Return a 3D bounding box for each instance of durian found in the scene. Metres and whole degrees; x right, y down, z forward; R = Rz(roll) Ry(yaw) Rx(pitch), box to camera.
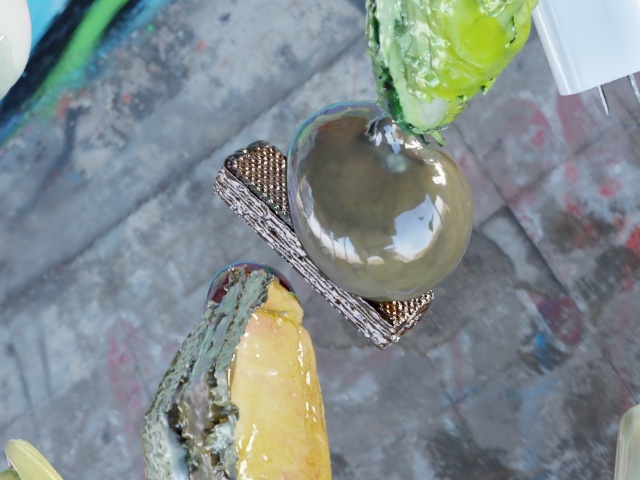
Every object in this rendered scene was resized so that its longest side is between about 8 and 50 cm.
[{"bbox_3d":[0.089,-0.165,0.771,0.106,0.375,0.132,17,56,20],"label":"durian"}]

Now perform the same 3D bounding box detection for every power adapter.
[{"bbox_3d":[0.464,-0.334,1.914,0.187,0.255,0.124,-18,15,15],"label":"power adapter"}]

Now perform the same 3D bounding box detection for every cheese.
[{"bbox_3d":[0.318,0.191,1.094,0.070,0.163,0.249,5,95,14],"label":"cheese"}]

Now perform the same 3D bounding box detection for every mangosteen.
[{"bbox_3d":[-0.108,0.123,2.010,0.199,0.200,0.200,-14,60,25],"label":"mangosteen"}]

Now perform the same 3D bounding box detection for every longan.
[{"bbox_3d":[0.082,-0.063,1.594,0.300,0.300,0.243,17,41,36],"label":"longan"}]

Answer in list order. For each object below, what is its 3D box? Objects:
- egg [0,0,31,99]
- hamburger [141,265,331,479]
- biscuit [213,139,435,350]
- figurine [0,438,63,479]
[{"bbox_3d":[-0.465,-0.260,1.233,0.336,0.278,0.278,30,82,-3],"label":"egg"},{"bbox_3d":[-0.070,0.188,1.086,0.155,0.245,0.282,-27,16,38],"label":"hamburger"},{"bbox_3d":[0.000,0.000,1.758,0.388,0.073,0.107,44,49,16],"label":"biscuit"},{"bbox_3d":[-0.204,0.235,0.872,0.083,0.083,0.187,-40,53,8],"label":"figurine"}]
